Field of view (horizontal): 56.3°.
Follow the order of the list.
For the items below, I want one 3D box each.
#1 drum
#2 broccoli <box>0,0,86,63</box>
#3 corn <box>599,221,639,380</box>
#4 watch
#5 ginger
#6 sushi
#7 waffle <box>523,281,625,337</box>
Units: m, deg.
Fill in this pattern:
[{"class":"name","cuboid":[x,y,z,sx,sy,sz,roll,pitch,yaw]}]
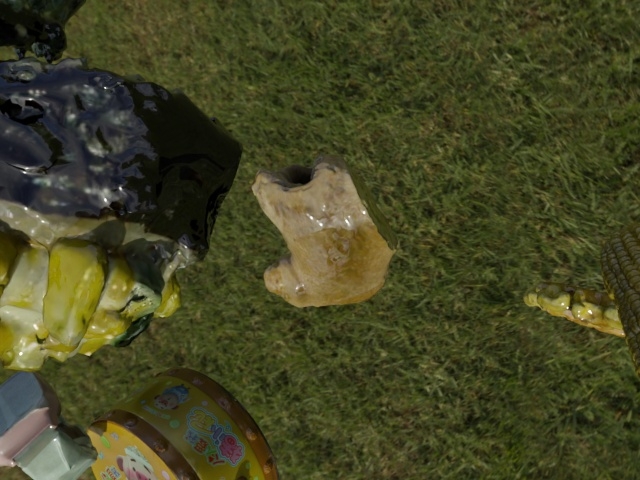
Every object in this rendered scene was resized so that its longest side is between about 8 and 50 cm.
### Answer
[{"class":"drum","cuboid":[-0.319,0.517,1.358,0.431,0.214,0.430,18,123,30]},{"class":"broccoli","cuboid":[-0.396,-0.296,0.669,0.243,0.263,0.246,-6,118,50]},{"class":"corn","cuboid":[0.332,0.081,0.569,0.087,0.086,0.288,-28,30,28]},{"class":"watch","cuboid":[-0.549,0.393,1.183,0.162,0.241,0.253,-42,34,-21]},{"class":"ginger","cuboid":[0.000,0.000,0.870,0.221,0.275,0.130,-31,29,24]},{"class":"sushi","cuboid":[-0.260,-0.003,0.629,0.328,0.329,0.285,154,119,-68]},{"class":"waffle","cuboid":[0.448,0.115,0.844,0.301,0.281,0.058,17,90,13]}]
